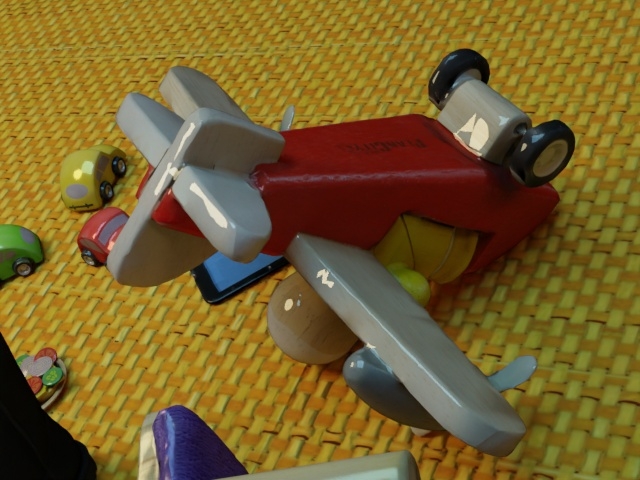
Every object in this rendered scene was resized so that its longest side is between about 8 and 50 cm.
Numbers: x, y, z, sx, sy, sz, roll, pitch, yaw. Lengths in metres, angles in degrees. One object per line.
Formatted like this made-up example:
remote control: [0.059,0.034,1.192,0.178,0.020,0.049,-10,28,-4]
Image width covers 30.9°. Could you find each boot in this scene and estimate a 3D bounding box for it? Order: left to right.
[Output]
boot: [-0.284,0.209,0.927,0.094,0.207,0.247,-4,45,24]

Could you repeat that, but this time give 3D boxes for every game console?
game console: [-0.083,-0.027,1.175,0.144,0.124,0.085,-29,13,-4]

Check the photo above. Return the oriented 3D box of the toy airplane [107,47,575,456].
toy airplane: [0.000,0.000,0.956,0.384,0.273,0.386,18,35,2]

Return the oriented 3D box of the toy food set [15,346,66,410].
toy food set: [-0.289,0.142,1.147,0.082,0.020,0.083,-41,41,-17]

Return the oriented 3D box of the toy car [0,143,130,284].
toy car: [-0.307,-0.013,1.298,0.225,0.053,0.239,-27,40,-2]

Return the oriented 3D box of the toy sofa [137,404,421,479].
toy sofa: [0.031,0.231,0.617,0.150,0.363,0.177,-11,47,18]
